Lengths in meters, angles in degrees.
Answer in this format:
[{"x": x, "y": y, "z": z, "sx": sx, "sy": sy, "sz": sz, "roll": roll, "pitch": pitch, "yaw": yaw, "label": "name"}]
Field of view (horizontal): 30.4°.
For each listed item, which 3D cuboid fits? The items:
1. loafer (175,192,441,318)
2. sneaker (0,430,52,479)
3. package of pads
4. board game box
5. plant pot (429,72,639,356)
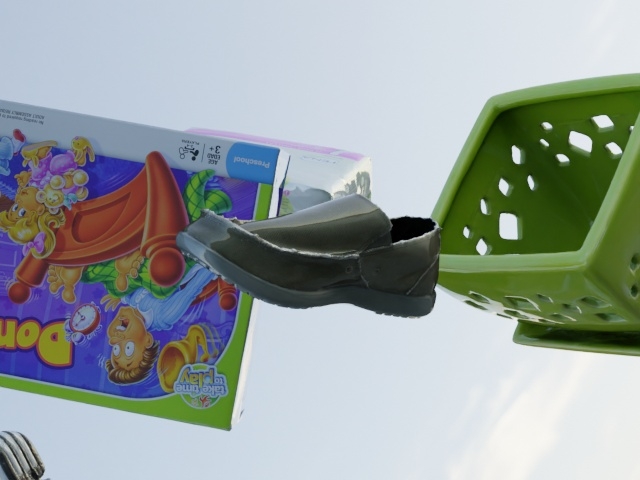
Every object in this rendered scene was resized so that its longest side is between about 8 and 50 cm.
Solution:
[{"x": 0.000, "y": 0.000, "z": 0.893, "sx": 0.251, "sy": 0.094, "sz": 0.087, "roll": 9, "pitch": -76, "yaw": -46, "label": "loafer"}, {"x": -0.333, "y": 0.331, "z": 1.281, "sx": 0.132, "sy": 0.229, "sz": 0.086, "roll": -30, "pitch": -9, "yaw": 21, "label": "sneaker"}, {"x": -0.095, "y": -0.073, "z": 1.597, "sx": 0.229, "sy": 0.296, "sz": 0.101, "roll": -46, "pitch": -37, "yaw": -67, "label": "package of pads"}, {"x": -0.217, "y": 0.009, "z": 0.990, "sx": 0.078, "sy": 0.347, "sz": 0.233, "roll": -6, "pitch": -74, "yaw": -85, "label": "board game box"}, {"x": 0.265, "y": -0.009, "z": 1.176, "sx": 0.207, "sy": 0.227, "sz": 0.228, "roll": 43, "pitch": -117, "yaw": -32, "label": "plant pot"}]
